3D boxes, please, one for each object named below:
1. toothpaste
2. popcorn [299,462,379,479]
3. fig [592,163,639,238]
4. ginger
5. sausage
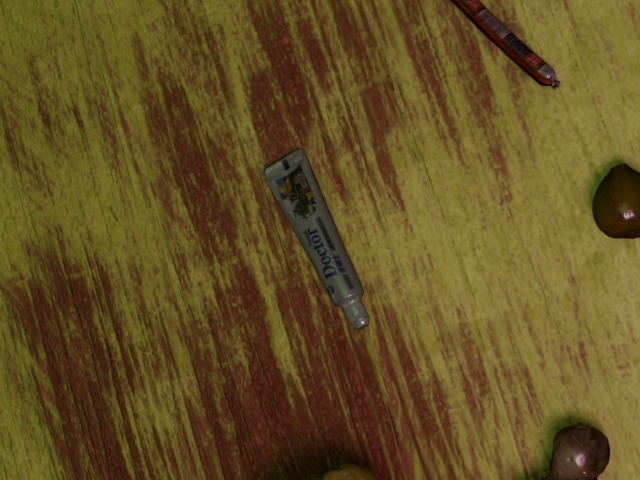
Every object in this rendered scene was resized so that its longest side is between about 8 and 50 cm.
[{"bbox_3d":[0.000,0.000,1.153,0.067,0.037,0.256,-31,74,21],"label":"toothpaste"},{"bbox_3d":[0.009,0.410,1.051,0.252,0.215,0.287,19,93,29],"label":"popcorn"},{"bbox_3d":[0.341,-0.044,0.982,0.073,0.074,0.088,-14,68,23],"label":"fig"},{"bbox_3d":[0.276,0.305,1.003,0.104,0.080,0.204,9,95,10],"label":"ginger"},{"bbox_3d":[0.216,-0.251,1.062,0.028,0.025,0.198,-43,73,2],"label":"sausage"}]
